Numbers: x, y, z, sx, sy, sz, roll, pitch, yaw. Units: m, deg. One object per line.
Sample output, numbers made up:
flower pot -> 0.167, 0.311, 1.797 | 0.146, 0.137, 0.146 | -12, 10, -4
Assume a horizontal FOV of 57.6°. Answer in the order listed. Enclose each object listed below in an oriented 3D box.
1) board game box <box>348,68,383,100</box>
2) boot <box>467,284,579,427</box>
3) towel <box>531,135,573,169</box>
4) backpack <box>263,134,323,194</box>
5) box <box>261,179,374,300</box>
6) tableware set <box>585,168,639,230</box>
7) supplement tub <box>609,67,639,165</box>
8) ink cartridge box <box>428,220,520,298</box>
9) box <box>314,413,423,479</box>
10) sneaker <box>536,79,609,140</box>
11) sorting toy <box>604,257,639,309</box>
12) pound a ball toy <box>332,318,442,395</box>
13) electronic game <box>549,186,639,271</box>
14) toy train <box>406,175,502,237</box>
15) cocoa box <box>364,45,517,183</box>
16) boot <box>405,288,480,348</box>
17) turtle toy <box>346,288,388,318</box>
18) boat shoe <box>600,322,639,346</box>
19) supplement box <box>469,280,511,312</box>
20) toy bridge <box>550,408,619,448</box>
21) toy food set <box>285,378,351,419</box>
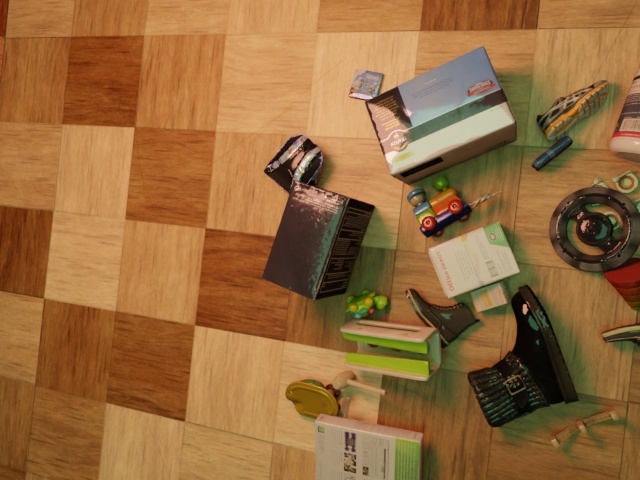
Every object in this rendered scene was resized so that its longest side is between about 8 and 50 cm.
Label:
board game box -> 0.141, -0.480, 1.805 | 0.090, 0.020, 0.090 | 16, 92, 19
boot -> 0.518, 0.318, 1.590 | 0.260, 0.131, 0.348 | -20, 82, 18
towel -> 0.634, -0.240, 1.598 | 0.119, 0.067, 0.029 | -40, 78, 14
backpack -> -0.066, -0.235, 1.820 | 0.158, 0.117, 0.173 | 41, 102, 16
box -> 0.000, 0.000, 1.695 | 0.182, 0.296, 0.294 | 19, 95, 18
tableware set -> 0.800, -0.104, 1.561 | 0.141, 0.020, 0.169 | -27, 80, 17
supplement tub -> 0.861, -0.327, 1.455 | 0.191, 0.191, 0.272 | 20, 95, 19
ink cartridge box -> 0.433, 0.057, 1.648 | 0.212, 0.093, 0.154 | -23, 81, 16
box -> 0.140, 0.654, 1.727 | 0.322, 0.058, 0.232 | 6, 105, 21
sneaker -> 0.684, -0.367, 1.581 | 0.215, 0.084, 0.083 | -37, 50, 6
sorting toy -> 0.929, 0.098, 1.482 | 0.365, 0.127, 0.126 | -14, 110, 18
pound a ball toy -> 0.189, 0.342, 1.703 | 0.319, 0.135, 0.208 | 1, 104, 35
electronic game -> 0.730, -0.030, 1.553 | 0.229, 0.048, 0.229 | -5, 81, 34
toy train -> 0.377, -0.128, 1.677 | 0.248, 0.105, 0.143 | -33, 65, 16
cocoa box -> 0.338, -0.334, 1.619 | 0.347, 0.231, 0.228 | -22, 81, 18
boot -> 0.350, 0.194, 1.691 | 0.137, 0.077, 0.198 | -37, 90, 10
turtle toy -> 0.139, 0.193, 1.756 | 0.130, 0.095, 0.066 | -22, 104, 4
boat shoe -> 0.849, 0.246, 1.502 | 0.223, 0.080, 0.073 | -13, 79, 14
supplement box -> 0.478, 0.158, 1.642 | 0.098, 0.036, 0.062 | -26, 80, 40
toy bridge -> 0.699, 0.499, 1.555 | 0.188, 0.063, 0.026 | -32, 78, 15
toy food set -> 0.002, 0.487, 1.808 | 0.217, 0.071, 0.128 | 11, 116, 21
